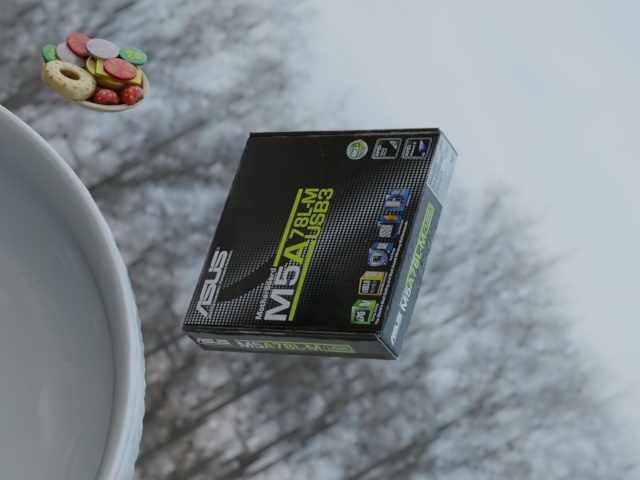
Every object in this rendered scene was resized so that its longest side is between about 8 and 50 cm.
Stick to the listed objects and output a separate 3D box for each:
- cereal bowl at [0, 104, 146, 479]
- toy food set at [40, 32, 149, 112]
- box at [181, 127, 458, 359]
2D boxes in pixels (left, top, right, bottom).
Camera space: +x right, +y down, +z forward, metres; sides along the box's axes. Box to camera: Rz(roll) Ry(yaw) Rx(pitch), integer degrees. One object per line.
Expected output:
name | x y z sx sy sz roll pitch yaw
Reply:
cereal bowl | -0.248 0.084 0.919 0.339 0.339 0.141 59 -10 20
toy food set | -0.167 -0.124 1.386 0.082 0.083 0.020 -95 -159 -51
box | 0.000 0.000 1.481 0.184 0.190 0.045 3 -29 30
